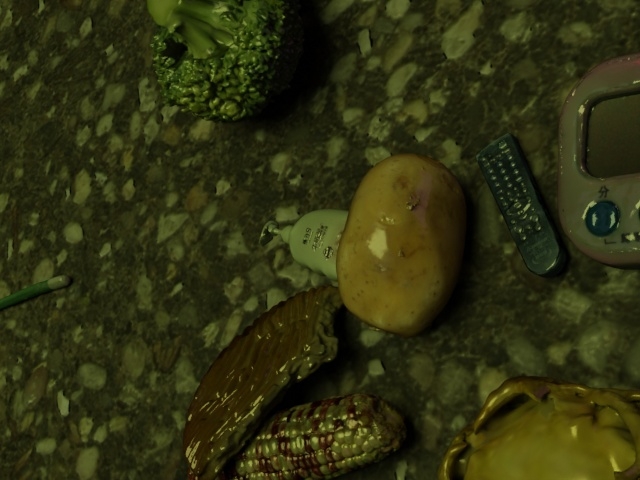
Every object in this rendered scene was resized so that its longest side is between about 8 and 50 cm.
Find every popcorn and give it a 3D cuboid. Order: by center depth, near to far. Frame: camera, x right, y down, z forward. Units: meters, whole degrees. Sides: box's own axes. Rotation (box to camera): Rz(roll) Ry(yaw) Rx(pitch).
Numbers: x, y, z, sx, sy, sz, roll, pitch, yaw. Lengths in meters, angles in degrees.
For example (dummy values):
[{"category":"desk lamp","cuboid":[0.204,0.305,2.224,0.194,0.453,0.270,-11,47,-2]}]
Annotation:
[{"category":"popcorn","cuboid":[0.207,0.223,0.939,0.250,0.190,0.250,-11,74,43]}]

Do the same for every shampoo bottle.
[{"category":"shampoo bottle","cuboid":[0.000,0.000,1.255,0.152,0.045,0.077,16,88,41]}]

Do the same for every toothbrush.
[{"category":"toothbrush","cuboid":[-0.422,0.084,1.585,0.257,0.018,0.024,-19,60,34]}]

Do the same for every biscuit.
[{"category":"biscuit","cuboid":[-0.063,0.142,1.208,0.176,0.031,0.228,-18,36,39]}]

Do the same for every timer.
[{"category":"timer","cuboid":[0.306,-0.072,1.017,0.209,0.069,0.190,-7,74,38]}]

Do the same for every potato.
[{"category":"potato","cuboid":[0.079,0.002,1.146,0.119,0.109,0.178,9,80,20]}]

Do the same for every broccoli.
[{"category":"broccoli","cuboid":[-0.109,-0.233,1.326,0.198,0.176,0.226,-48,68,12]}]

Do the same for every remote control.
[{"category":"remote control","cuboid":[0.191,-0.031,1.125,0.043,0.027,0.152,-39,55,31]}]

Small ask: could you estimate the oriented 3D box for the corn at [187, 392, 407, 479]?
[{"category":"corn","cuboid":[-0.027,0.209,1.193,0.253,0.086,0.086,-23,64,32]}]
